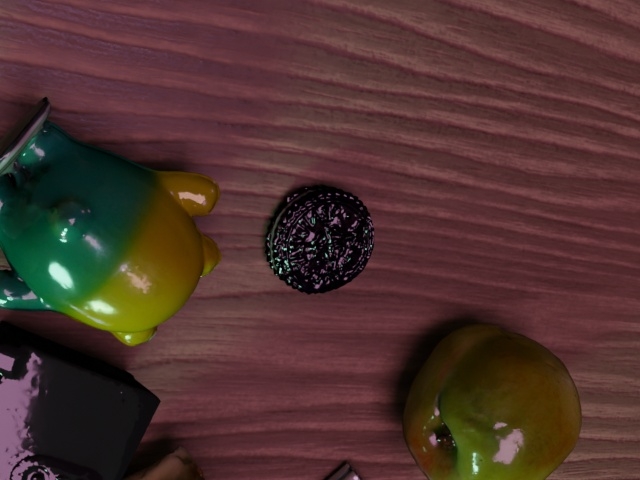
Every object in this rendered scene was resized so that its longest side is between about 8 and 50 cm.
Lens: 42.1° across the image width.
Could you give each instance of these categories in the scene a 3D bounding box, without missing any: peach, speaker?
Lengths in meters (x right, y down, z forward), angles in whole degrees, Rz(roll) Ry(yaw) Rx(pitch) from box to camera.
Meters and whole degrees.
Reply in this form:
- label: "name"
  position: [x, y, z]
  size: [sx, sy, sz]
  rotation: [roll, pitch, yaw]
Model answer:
- label: "peach"
  position: [0.320, 0.321, 1.526]
  size: [0.316, 0.281, 0.314]
  rotation: [1, 103, -33]
- label: "speaker"
  position: [-0.410, 0.266, 1.208]
  size: [0.254, 0.184, 0.232]
  rotation: [31, 80, -30]

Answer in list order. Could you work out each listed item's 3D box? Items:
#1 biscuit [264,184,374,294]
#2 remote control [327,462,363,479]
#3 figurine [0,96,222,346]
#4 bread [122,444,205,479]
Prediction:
- label: "biscuit"
  position: [0.000, 0.000, 1.391]
  size: [0.195, 0.053, 0.194]
  rotation: [-8, 111, -22]
- label: "remote control"
  position: [0.091, 0.558, 1.640]
  size: [0.103, 0.055, 0.277]
  rotation: [-39, 121, -6]
- label: "figurine"
  position: [-0.310, -0.012, 1.149]
  size: [0.340, 0.231, 0.323]
  rotation: [42, 84, -25]
- label: "bread"
  position: [-0.215, 0.602, 1.321]
  size: [0.279, 0.371, 0.390]
  rotation: [-30, 127, -13]
